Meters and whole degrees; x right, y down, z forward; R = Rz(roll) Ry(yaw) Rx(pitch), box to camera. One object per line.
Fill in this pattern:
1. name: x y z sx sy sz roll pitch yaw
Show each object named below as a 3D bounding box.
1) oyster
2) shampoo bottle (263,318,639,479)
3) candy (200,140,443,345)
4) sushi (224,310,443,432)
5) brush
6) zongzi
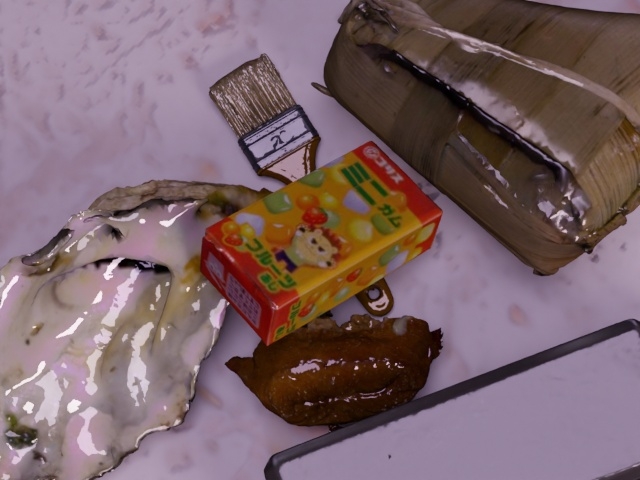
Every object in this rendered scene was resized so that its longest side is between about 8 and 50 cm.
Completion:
1. oyster: -0.125 0.043 0.866 0.133 0.072 0.209 25 96 -15
2. shampoo bottle: 0.098 0.109 0.822 0.246 0.080 0.079 -21 79 1
3. candy: 0.000 0.000 0.841 0.122 0.038 0.062 -30 63 -29
4. sushi: 0.008 0.066 0.855 0.118 0.061 0.060 3 35 -9
5. brush: -0.006 -0.029 0.896 0.043 0.014 0.170 -31 78 -3
6. zongzi: 0.120 -0.104 0.860 0.194 0.099 0.197 38 74 11
